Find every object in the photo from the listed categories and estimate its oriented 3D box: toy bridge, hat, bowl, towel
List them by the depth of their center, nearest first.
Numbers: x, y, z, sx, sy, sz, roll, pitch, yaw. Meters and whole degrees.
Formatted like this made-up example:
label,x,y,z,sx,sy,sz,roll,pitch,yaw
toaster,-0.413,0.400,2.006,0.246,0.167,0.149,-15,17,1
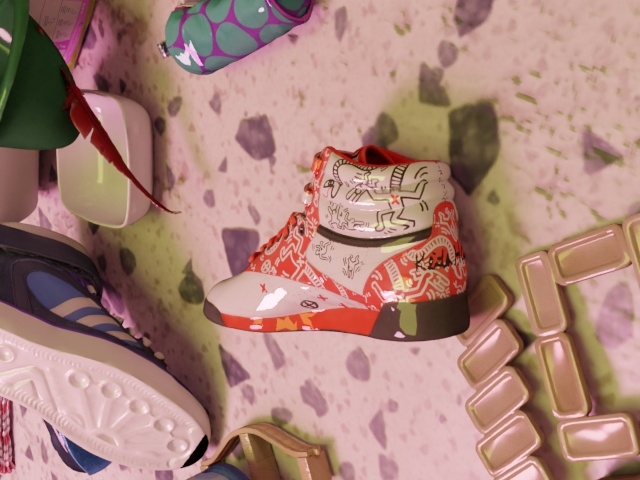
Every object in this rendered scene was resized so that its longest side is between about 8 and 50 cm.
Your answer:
label,x,y,z,sx,sy,sz,roll,pitch,yaw
toy bridge,-0.060,0.213,0.866,0.188,0.026,0.063,-21,84,47
hat,-0.247,-0.131,0.891,0.173,0.183,0.209,-16,64,53
bowl,-0.226,-0.091,0.942,0.142,0.053,0.142,17,112,43
towel,-0.509,0.242,1.333,0.144,0.029,0.197,20,111,41

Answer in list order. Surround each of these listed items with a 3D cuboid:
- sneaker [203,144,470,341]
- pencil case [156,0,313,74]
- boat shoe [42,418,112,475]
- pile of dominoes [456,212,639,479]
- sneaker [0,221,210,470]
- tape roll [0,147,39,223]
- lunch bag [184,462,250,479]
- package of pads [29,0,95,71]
label,x,y,z,sx,sy,sz,roll,pitch,yaw
sneaker,0.001,0.000,0.711,0.270,0.090,0.145,-2,94,46
pencil case,-0.073,-0.193,0.753,0.151,0.064,0.070,-14,114,46
boat shoe,-0.335,0.167,1.080,0.089,0.109,0.258,-16,86,50
pile of dominoes,0.190,0.125,0.600,0.196,0.040,0.251,-23,74,47
sneaker,-0.251,0.092,0.971,0.322,0.236,0.130,29,118,-14
tape roll,-0.455,-0.126,1.030,0.246,0.246,0.169,29,119,38
lunch bag,-0.111,0.380,0.883,0.243,0.115,0.303,52,138,16
package of pads,-0.319,-0.346,0.940,0.229,0.101,0.297,52,131,24
